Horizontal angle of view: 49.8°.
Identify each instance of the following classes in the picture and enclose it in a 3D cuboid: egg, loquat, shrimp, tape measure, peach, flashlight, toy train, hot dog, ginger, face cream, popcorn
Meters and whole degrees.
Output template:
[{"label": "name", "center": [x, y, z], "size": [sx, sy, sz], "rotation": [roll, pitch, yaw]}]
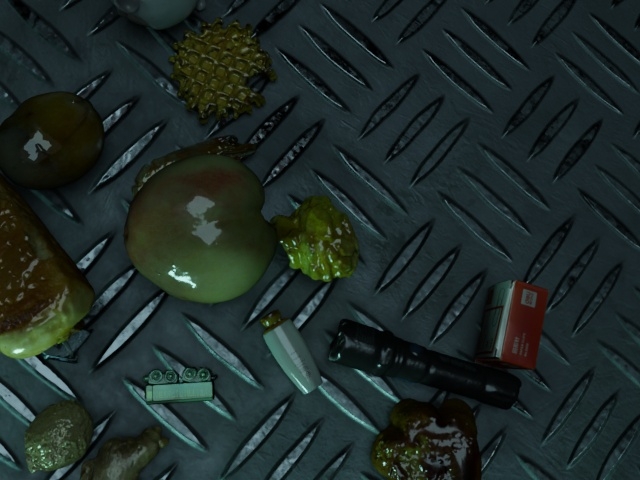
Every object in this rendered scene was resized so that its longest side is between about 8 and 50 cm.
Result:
[{"label": "egg", "center": [-0.487, 0.366, 1.284], "size": [0.116, 0.118, 0.140], "rotation": [35, 87, -5]}, {"label": "loquat", "center": [-0.529, -0.192, 1.351], "size": [0.179, 0.179, 0.227], "rotation": [35, 56, -3]}, {"label": "shrimp", "center": [-0.255, -0.136, 1.464], "size": [0.294, 0.062, 0.154], "rotation": [-31, 99, -13]}, {"label": "tape measure", "center": [-0.506, 0.195, 1.346], "size": [0.094, 0.054, 0.091], "rotation": [25, 69, -8]}, {"label": "peach", "center": [-0.231, -0.019, 1.330], "size": [0.292, 0.247, 0.293], "rotation": [-7, 112, -19]}, {"label": "flashlight", "center": [0.227, 0.269, 1.461], "size": [0.423, 0.103, 0.103], "rotation": [18, 76, -8]}, {"label": "toy train", "center": [-0.280, 0.290, 1.383], "size": [0.147, 0.038, 0.071], "rotation": [-1, 82, -12]}, {"label": "hot dog", "center": [-0.574, 0.044, 1.269], "size": [0.185, 0.223, 0.405], "rotation": [-40, 75, -13]}, {"label": "ginger", "center": [-0.386, 0.446, 1.313], "size": [0.137, 0.074, 0.213], "rotation": [24, 79, -16]}, {"label": "face cream", "center": [-0.061, 0.230, 1.432], "size": [0.072, 0.051, 0.182], "rotation": [-32, 88, -14]}, {"label": "popcorn", "center": [-0.004, 0.003, 1.427], "size": [0.155, 0.197, 0.198], "rotation": [-36, 88, 0]}]

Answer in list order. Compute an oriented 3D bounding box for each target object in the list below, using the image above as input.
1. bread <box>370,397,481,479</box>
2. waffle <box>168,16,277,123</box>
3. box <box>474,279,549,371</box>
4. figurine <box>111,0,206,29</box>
[{"label": "bread", "center": [0.220, 0.450, 1.405], "size": [0.231, 0.135, 0.247], "rotation": [0, 84, 1]}, {"label": "waffle", "center": [-0.217, -0.379, 1.521], "size": [0.228, 0.051, 0.232], "rotation": [-23, 84, -12]}, {"label": "box", "center": [0.409, 0.187, 1.495], "size": [0.099, 0.133, 0.182], "rotation": [17, 78, -7]}, {"label": "figurine", "center": [-0.339, -0.559, 1.374], "size": [0.210, 0.361, 0.253], "rotation": [28, 79, -6]}]
